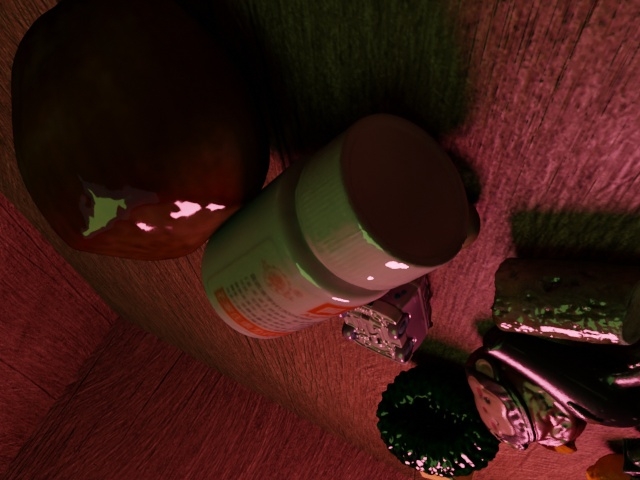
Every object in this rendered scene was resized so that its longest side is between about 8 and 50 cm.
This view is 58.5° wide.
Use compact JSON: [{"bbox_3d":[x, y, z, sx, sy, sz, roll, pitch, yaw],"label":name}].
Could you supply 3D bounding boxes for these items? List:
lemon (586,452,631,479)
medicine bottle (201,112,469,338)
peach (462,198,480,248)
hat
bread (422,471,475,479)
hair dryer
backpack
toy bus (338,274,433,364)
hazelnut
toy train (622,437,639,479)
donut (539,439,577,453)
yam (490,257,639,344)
[{"bbox_3d":[0.645,0.519,1.177,0.187,0.142,0.142,16,152,18],"label":"lemon"},{"bbox_3d":[0.000,0.000,0.779,0.211,0.211,0.371,39,143,-16],"label":"medicine bottle"},{"bbox_3d":[0.175,-0.024,0.776,0.083,0.083,0.083,26,155,13],"label":"peach"},{"bbox_3d":[0.302,0.448,1.357,0.274,0.242,0.332,28,172,39],"label":"hat"},{"bbox_3d":[0.383,0.618,1.648,0.163,0.168,0.264,19,156,25],"label":"bread"},{"bbox_3d":[0.442,0.159,0.798,0.303,0.120,0.359,30,145,-15],"label":"hair dryer"},{"bbox_3d":[0.385,0.286,1.056,0.229,0.139,0.229,33,145,28],"label":"backpack"},{"bbox_3d":[0.121,0.121,1.033,0.141,0.142,0.203,19,152,27],"label":"toy bus"},{"bbox_3d":[-0.243,-0.145,0.777,0.365,0.366,0.366,26,155,13],"label":"hazelnut"},{"bbox_3d":[0.690,0.492,1.027,0.330,0.178,0.138,32,156,-3],"label":"toy train"},{"bbox_3d":[0.493,0.411,1.247,0.140,0.059,0.140,25,155,13],"label":"donut"},{"bbox_3d":[0.334,0.079,0.753,0.194,0.107,0.107,2,142,46],"label":"yam"}]
